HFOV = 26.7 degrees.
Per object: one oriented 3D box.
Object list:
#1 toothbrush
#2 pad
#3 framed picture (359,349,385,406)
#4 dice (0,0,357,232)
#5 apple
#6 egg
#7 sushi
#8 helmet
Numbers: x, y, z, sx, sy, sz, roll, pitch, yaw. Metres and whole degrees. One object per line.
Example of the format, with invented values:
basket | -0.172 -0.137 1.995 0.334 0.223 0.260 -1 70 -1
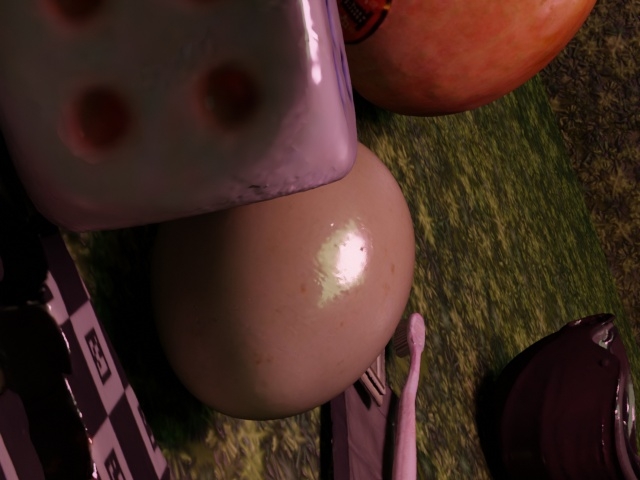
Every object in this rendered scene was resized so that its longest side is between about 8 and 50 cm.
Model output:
toothbrush | 0.081 0.174 1.306 0.025 0.030 0.307 47 28 -25
pad | 0.046 0.200 1.245 0.174 0.022 0.233 51 25 -41
framed picture | 0.000 0.000 1.291 0.274 0.017 0.217 57 20 -31
dice | -0.085 -0.113 0.811 0.194 0.193 0.191 -56 135 -79
apple | 0.146 -0.351 1.554 0.391 0.347 0.391 56 19 -30
egg | -0.029 0.022 0.976 0.188 0.189 0.253 57 33 -31
sushi | -0.174 0.076 0.694 0.320 0.069 0.339 -102 172 -67
helmet | 0.304 0.222 1.665 0.305 0.177 0.225 -46 121 -76
